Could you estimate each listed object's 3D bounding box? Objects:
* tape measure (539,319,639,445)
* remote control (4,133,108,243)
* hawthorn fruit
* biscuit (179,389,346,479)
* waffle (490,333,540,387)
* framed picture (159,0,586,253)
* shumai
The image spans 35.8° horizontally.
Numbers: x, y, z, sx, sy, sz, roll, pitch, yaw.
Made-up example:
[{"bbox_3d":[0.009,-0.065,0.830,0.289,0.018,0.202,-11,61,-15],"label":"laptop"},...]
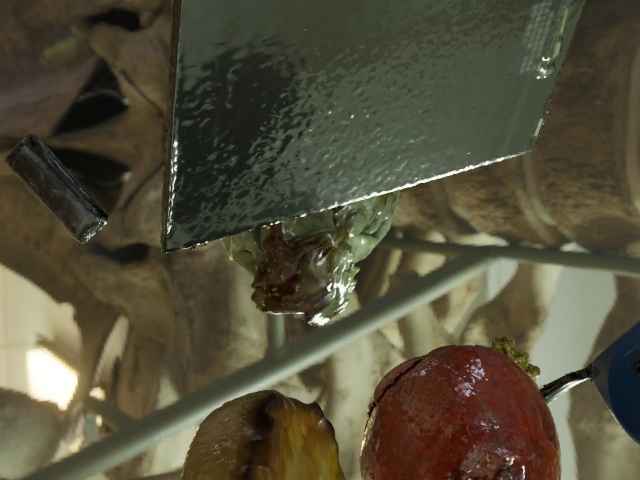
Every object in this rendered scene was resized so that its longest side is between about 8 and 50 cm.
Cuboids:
[{"bbox_3d":[0.442,0.222,1.360,0.351,0.097,0.215,-48,-118,33],"label":"tape measure"},{"bbox_3d":[-0.215,-0.041,0.801,0.039,0.014,0.096,-40,-87,18],"label":"remote control"},{"bbox_3d":[0.181,0.295,1.242,0.307,0.275,0.276,-97,-163,-62],"label":"hawthorn fruit"},{"bbox_3d":[-0.034,0.266,0.778,0.296,0.101,0.297,-15,90,-76],"label":"biscuit"},{"bbox_3d":[0.274,0.251,1.669,0.149,0.194,0.051,46,3,4],"label":"waffle"},{"bbox_3d":[0.052,-0.128,0.670,0.014,0.338,0.255,51,-35,37],"label":"framed picture"},{"bbox_3d":[0.005,-0.001,0.873,0.184,0.184,0.142,-31,-110,58],"label":"shumai"}]
